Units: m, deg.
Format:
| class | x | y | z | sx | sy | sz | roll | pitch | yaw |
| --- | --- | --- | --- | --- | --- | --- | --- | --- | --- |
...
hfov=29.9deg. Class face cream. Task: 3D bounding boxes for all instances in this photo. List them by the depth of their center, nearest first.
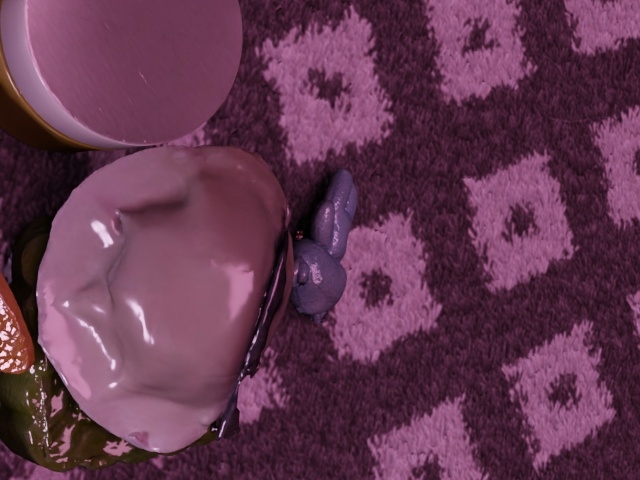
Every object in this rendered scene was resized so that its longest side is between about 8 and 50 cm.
| class | x | y | z | sx | sy | sz | roll | pitch | yaw |
| --- | --- | --- | --- | --- | --- | --- | --- | --- | --- |
| face cream | -0.212 | -0.194 | 1.143 | 0.218 | 0.179 | 0.218 | -1 | 92 | -35 |

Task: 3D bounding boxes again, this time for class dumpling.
| class | x | y | z | sx | sy | sz | roll | pitch | yaw |
| --- | --- | --- | --- | --- | --- | --- | --- | --- | --- |
| dumpling | -0.129 | 0.050 | 1.075 | 0.204 | 0.163 | 0.293 | 21 | 92 | -36 |

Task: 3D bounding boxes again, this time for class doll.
| class | x | y | z | sx | sy | sz | roll | pitch | yaw |
| --- | --- | --- | --- | --- | --- | --- | --- | --- | --- |
| doll | -0.005 | 0.001 | 1.364 | 0.120 | 0.075 | 0.179 | 59 | 34 | -54 |

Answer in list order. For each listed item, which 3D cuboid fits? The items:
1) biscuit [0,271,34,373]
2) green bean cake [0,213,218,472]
| class | x | y | z | sx | sy | sz | roll | pitch | yaw |
| --- | --- | --- | --- | --- | --- | --- | --- | --- | --- |
| biscuit | -0.353 | 0.030 | 1.080 | 0.250 | 0.162 | 0.035 | 43 | 27 | -1 |
| green bean cake | -0.204 | 0.094 | 1.189 | 0.222 | 0.125 | 0.248 | -5 | 92 | -34 |
